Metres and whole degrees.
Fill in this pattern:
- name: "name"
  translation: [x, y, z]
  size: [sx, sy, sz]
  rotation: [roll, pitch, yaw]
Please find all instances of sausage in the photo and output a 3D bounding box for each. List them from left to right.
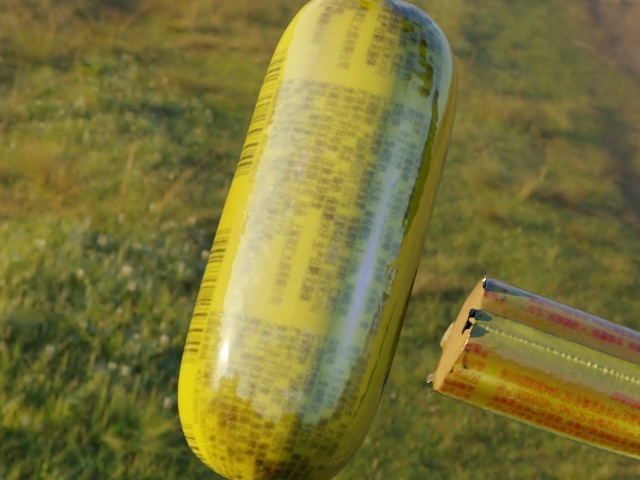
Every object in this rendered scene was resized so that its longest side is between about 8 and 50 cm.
- name: "sausage"
  translation: [0.000, 0.000, 0.816]
  size: [0.123, 0.347, 0.123]
  rotation: [15, -10, 3]
- name: "sausage"
  translation: [0.266, 0.130, 1.235]
  size: [0.317, 0.125, 0.117]
  rotation: [18, 51, 1]
